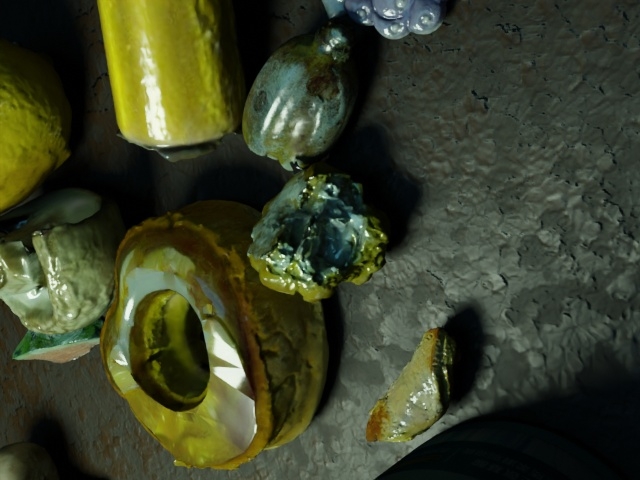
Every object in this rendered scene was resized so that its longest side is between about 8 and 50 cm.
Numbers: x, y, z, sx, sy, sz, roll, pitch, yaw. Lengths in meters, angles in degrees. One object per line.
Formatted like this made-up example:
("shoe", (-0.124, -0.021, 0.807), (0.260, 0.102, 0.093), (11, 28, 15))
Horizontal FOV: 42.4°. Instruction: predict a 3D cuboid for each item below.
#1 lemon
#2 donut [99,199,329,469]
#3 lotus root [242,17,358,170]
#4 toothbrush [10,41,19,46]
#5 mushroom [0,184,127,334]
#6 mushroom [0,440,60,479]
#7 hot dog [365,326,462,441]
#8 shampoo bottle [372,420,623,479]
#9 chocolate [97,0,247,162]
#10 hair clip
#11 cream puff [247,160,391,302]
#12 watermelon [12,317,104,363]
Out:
("lemon", (-0.473, -0.150, 1.140), (0.233, 0.233, 0.288), (34, 86, 26))
("donut", (-0.148, 0.119, 1.019), (0.330, 0.160, 0.330), (10, 106, 38))
("lotus root", (-0.016, -0.159, 0.903), (0.113, 0.088, 0.192), (31, 126, -2))
("toothbrush", (-0.473, -0.195, 1.273), (0.019, 0.016, 0.219), (16, 109, 34))
("mushroom", (-0.358, 0.030, 1.142), (0.267, 0.189, 0.164), (-6, 113, 37))
("mushroom", (-0.441, 0.419, 1.301), (0.215, 0.207, 0.207), (-6, 98, 5))
("hot dog", (0.112, 0.169, 0.901), (0.169, 0.061, 0.078), (-59, 24, 28))
("shampoo bottle", (0.128, 0.374, 0.762), (0.331, 0.343, 0.331), (8, 104, 34))
("chocolate", (-0.169, -0.314, 0.868), (0.162, 0.162, 0.445), (20, 129, 31))
("hair clip", (0.091, -0.270, 0.839), (0.195, 0.052, 0.124), (-19, 99, 29))
("cream puff", (0.001, 0.001, 0.906), (0.156, 0.156, 0.121), (66, 164, 5))
("watermelon", (-0.387, 0.139, 1.271), (0.155, 0.080, 0.101), (-14, 57, 39))
